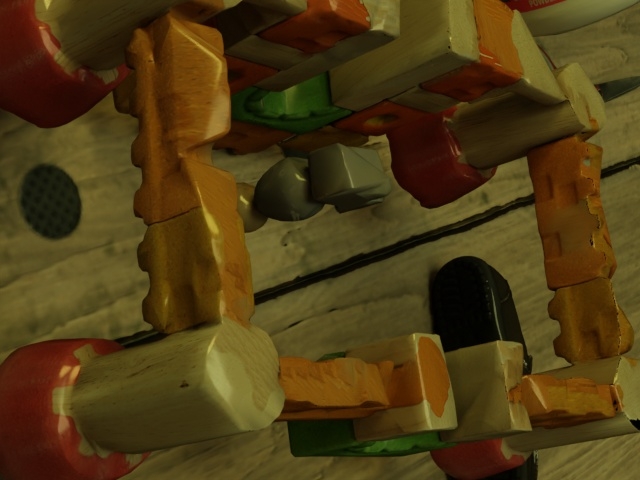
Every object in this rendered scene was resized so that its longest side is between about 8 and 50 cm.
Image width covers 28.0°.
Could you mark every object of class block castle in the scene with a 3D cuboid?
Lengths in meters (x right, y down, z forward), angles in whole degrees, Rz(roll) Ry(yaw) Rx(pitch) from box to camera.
[{"bbox_3d":[0.000,0.000,0.815,0.453,0.212,0.303,9,69,-47],"label":"block castle"}]

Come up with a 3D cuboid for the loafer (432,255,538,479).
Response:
[{"bbox_3d":[0.152,0.122,1.082,0.078,0.080,0.220,6,77,-48],"label":"loafer"}]

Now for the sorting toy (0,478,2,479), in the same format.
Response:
[{"bbox_3d":[-0.178,0.148,0.698,0.045,0.075,0.083,22,66,-44],"label":"sorting toy"}]

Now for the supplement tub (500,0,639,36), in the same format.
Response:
[{"bbox_3d":[0.190,-0.330,1.097,0.191,0.191,0.272,-47,117,-44],"label":"supplement tub"}]

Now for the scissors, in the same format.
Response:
[{"bbox_3d":[0.276,-0.139,1.337,0.297,0.021,0.109,3,77,-50],"label":"scissors"}]
